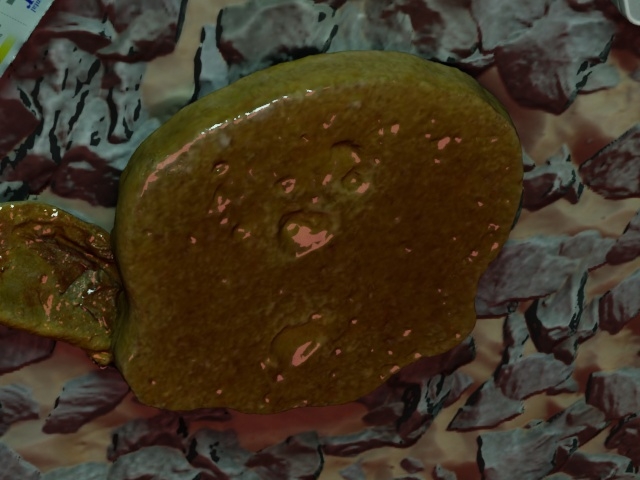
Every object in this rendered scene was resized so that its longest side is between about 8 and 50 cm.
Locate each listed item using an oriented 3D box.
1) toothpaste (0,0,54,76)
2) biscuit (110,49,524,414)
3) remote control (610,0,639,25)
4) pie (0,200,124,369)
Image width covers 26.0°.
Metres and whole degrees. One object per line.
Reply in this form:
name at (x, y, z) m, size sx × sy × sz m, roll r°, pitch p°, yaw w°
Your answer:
toothpaste at (-0.185, -0.111, 0.743) m, size 0.046 × 0.034 × 0.164 m, roll 26°, pitch 113°, yaw -34°
biscuit at (-0.001, -0.001, 0.888) m, size 0.273 × 0.049 × 0.257 m, roll -6°, pitch 124°, yaw -20°
remote control at (0.200, -0.245, 0.797) m, size 0.103 × 0.034 × 0.250 m, roll -23°, pitch 131°, yaw -4°
pie at (-0.167, 0.023, 0.855) m, size 0.191 × 0.033 × 0.088 m, roll 26°, pitch 101°, yaw -43°
